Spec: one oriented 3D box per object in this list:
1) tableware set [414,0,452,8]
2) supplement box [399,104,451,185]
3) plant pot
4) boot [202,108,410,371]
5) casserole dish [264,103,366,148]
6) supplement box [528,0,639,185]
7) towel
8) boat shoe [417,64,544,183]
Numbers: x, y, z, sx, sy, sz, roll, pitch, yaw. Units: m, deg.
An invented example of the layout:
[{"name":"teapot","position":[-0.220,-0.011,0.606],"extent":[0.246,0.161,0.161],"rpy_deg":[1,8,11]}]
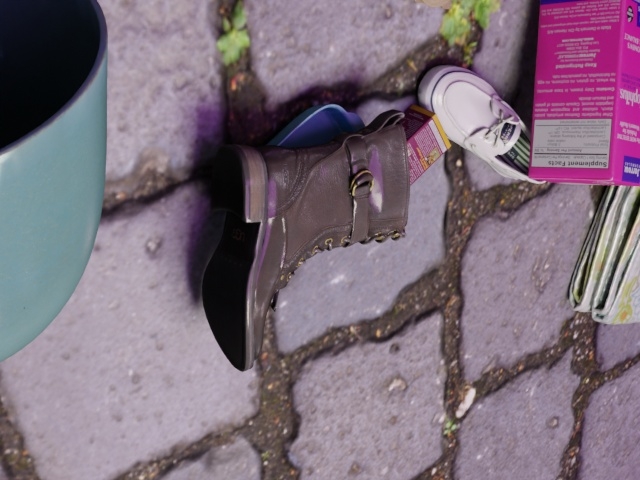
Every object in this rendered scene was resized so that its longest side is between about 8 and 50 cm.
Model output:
[{"name":"tableware set","position":[0.152,-0.339,1.045],"extent":[0.141,0.020,0.169],"rpy_deg":[-21,123,-31]},{"name":"supplement box","position":[0.101,-0.106,1.106],"extent":[0.083,0.043,0.055],"rpy_deg":[-43,132,-13]},{"name":"plant pot","position":[-0.288,-0.042,0.682],"extent":[0.293,0.293,0.235],"rpy_deg":[-25,142,-27]},{"name":"boot","position":[0.000,0.000,0.999],"extent":[0.229,0.091,0.263],"rpy_deg":[-9,115,-34]},{"name":"casserole dish","position":[-0.028,-0.068,1.029],"extent":[0.188,0.037,0.114],"rpy_deg":[-45,132,-12]},{"name":"supplement box","position":[0.328,-0.177,1.150],"extent":[0.111,0.114,0.220],"rpy_deg":[0,95,-50]},{"name":"towel","position":[0.556,-0.033,1.477],"extent":[0.374,0.090,0.321],"rpy_deg":[-1,115,-38]},{"name":"boat shoe","position":[0.209,-0.138,1.152],"extent":[0.226,0.076,0.083],"rpy_deg":[27,94,-43]}]
